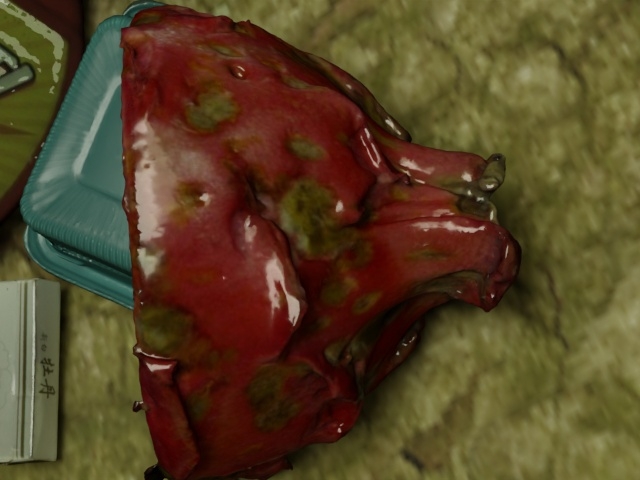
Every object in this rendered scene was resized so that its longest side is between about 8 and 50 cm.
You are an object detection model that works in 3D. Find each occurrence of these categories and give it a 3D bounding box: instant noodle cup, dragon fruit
[{"bbox_3d":[-0.093,-0.049,0.866,0.157,0.070,0.179,22,86,24],"label":"instant noodle cup"},{"bbox_3d":[0.000,0.000,0.753,0.211,0.134,0.262,-9,96,-6],"label":"dragon fruit"}]

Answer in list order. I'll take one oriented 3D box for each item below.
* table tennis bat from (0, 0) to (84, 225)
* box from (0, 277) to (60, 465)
[{"bbox_3d":[-0.253,-0.154,0.913,0.268,0.051,0.415,36,77,-6],"label":"table tennis bat"},{"bbox_3d":[-0.249,0.085,0.921,0.198,0.029,0.109,-5,78,23],"label":"box"}]
